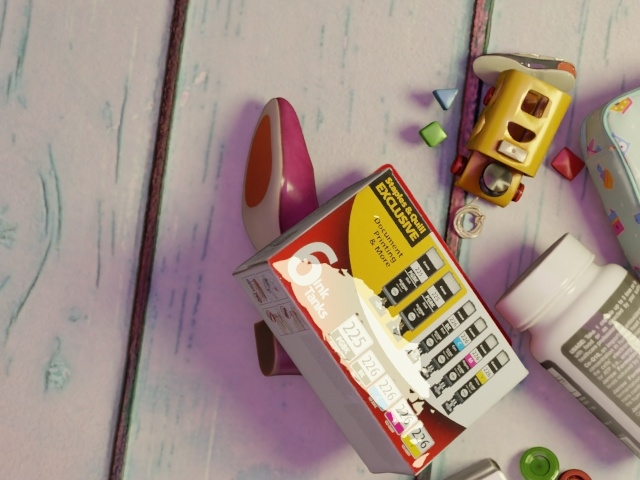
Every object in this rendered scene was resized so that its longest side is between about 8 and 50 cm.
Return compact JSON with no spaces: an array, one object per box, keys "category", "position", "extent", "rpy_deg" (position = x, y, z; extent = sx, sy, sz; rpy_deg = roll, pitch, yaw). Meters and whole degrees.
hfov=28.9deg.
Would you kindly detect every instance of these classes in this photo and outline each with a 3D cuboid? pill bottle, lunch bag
[{"category":"pill bottle","position":[0.368,0.132,1.557],"extent":[0.283,0.161,0.161],"rpy_deg":[44,89,5]},{"category":"lunch bag","position":[0.476,-0.074,1.581],"extent":[0.224,0.108,0.279],"rpy_deg":[-24,88,-15]}]

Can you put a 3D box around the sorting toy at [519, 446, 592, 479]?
[{"category":"sorting toy","position":[0.303,0.314,1.614],"extent":[0.102,0.042,0.061],"rpy_deg":[30,73,16]}]

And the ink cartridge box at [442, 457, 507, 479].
[{"category":"ink cartridge box","position":[0.198,0.414,1.543],"extent":[0.171,0.168,0.232],"rpy_deg":[-27,86,0]}]

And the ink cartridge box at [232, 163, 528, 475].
[{"category":"ink cartridge box","position":[0.097,0.081,1.522],"extent":[0.272,0.130,0.309],"rpy_deg":[-38,97,-24]}]

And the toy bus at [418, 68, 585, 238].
[{"category":"toy bus","position":[0.240,-0.120,1.595],"extent":[0.191,0.104,0.202],"rpy_deg":[-21,95,-1]}]

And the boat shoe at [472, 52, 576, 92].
[{"category":"boat shoe","position":[0.270,-0.228,1.645],"extent":[0.137,0.049,0.043],"rpy_deg":[9,45,6]}]

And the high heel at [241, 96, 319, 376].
[{"category":"high heel","position":[0.000,0.000,1.635],"extent":[0.181,0.127,0.377],"rpy_deg":[3,81,-27]}]
